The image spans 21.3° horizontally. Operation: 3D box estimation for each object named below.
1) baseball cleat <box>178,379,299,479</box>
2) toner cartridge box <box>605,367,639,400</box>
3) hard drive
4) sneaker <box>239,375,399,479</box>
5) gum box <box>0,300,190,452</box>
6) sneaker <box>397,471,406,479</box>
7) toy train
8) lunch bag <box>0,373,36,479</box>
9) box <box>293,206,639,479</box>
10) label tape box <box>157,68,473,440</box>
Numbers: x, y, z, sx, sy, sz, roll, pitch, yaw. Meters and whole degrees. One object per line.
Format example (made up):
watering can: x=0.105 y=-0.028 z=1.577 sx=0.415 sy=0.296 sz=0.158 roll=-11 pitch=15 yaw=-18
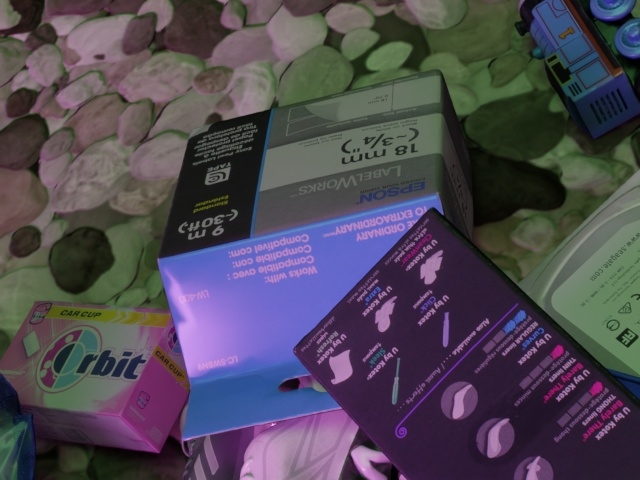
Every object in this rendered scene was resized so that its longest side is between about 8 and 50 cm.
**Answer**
baseball cleat: x=-0.089 y=0.197 z=1.404 sx=0.109 sy=0.072 sz=0.206 roll=12 pitch=53 yaw=38
toner cartridge box: x=0.193 y=0.270 z=1.188 sx=0.165 sy=0.075 sz=0.348 roll=15 pitch=73 yaw=34
hard drive: x=0.321 y=0.088 z=1.323 sx=0.237 sy=0.064 sz=0.339 roll=-42 pitch=53 yaw=-11
sneaker: x=-0.018 y=0.218 z=1.315 sx=0.118 sy=0.110 sz=0.292 roll=23 pitch=58 yaw=10
gum box: x=-0.199 y=0.115 z=1.474 sx=0.188 sy=0.062 sz=0.107 roll=1 pitch=54 yaw=39
sneaker: x=0.082 y=0.256 z=1.273 sx=0.110 sy=0.107 sz=0.275 roll=21 pitch=67 yaw=17
toy train: x=0.243 y=-0.183 z=1.536 sx=0.105 sy=0.080 sz=0.184 roll=-29 pitch=51 yaw=6
lunch bag: x=-0.407 y=0.272 z=1.315 sx=0.328 sy=0.239 sz=0.385 roll=-25 pitch=22 yaw=18
box: x=0.135 y=0.132 z=1.131 sx=0.143 sy=0.165 sz=0.270 roll=-46 pitch=51 yaw=2
label tape box: x=0.000 y=0.000 z=1.406 sx=0.240 sy=0.106 sz=0.334 roll=-13 pitch=31 yaw=12
